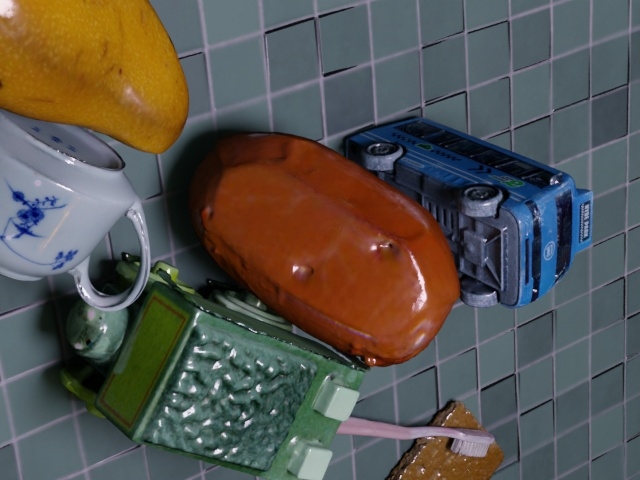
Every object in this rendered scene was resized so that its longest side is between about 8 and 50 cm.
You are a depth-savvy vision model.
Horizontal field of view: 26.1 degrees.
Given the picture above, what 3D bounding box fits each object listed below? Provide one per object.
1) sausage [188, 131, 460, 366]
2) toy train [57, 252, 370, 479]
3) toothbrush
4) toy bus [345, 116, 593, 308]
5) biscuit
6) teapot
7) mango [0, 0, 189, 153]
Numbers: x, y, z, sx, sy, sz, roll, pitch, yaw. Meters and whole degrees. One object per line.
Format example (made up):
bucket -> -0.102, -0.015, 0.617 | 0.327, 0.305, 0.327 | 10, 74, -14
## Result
sausage -> 0.000, 0.000, 1.243 | 0.153, 0.268, 0.141 | -57, 172, 9
toy train -> -0.101, 0.119, 1.249 | 0.272, 0.188, 0.159 | 25, 93, -43
toothbrush -> 0.072, 0.211, 1.513 | 0.307, 0.025, 0.029 | 12, 104, -34
toy bus -> 0.138, -0.033, 1.338 | 0.134, 0.246, 0.113 | -23, 123, -33
biscuit -> 0.116, 0.302, 1.601 | 0.231, 0.025, 0.131 | -49, 128, -12
teapot -> -0.240, -0.024, 1.113 | 0.232, 0.159, 0.159 | 28, 89, -12
mango -> -0.221, -0.173, 1.062 | 0.295, 0.120, 0.177 | 42, 38, -44
